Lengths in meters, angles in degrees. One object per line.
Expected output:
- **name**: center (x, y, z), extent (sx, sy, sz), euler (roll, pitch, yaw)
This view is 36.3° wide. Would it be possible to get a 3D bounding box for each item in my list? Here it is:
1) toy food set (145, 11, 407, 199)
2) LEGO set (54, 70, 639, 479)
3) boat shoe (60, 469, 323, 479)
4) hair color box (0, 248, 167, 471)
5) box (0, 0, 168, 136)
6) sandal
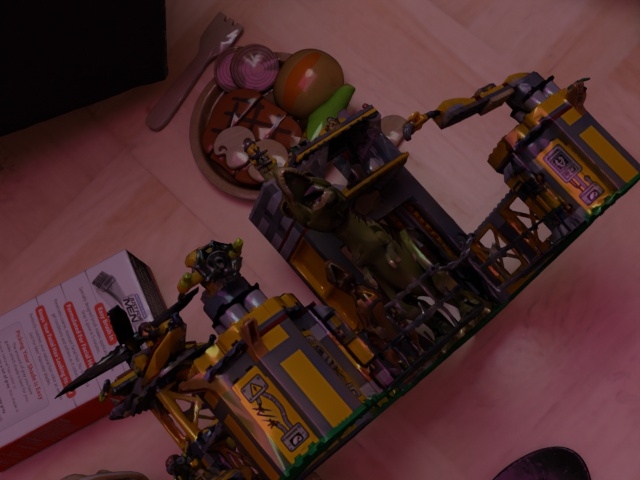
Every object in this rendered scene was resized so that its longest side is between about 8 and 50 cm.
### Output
- **toy food set**: center (-0.042, -0.095, 0.748), extent (0.192, 0.038, 0.132), euler (32, 82, 19)
- **LEGO set**: center (0.000, 0.000, 0.567), extent (0.331, 0.255, 0.192), euler (-37, 78, -21)
- **boat shoe**: center (-0.149, 0.203, 0.636), extent (0.341, 0.122, 0.110), euler (-20, 71, 6)
- **hair color box**: center (-0.190, 0.089, 0.716), extent (0.167, 0.053, 0.093), euler (-28, 69, 4)
- **box**: center (-0.414, -0.288, 0.655), extent (0.471, 0.297, 0.480), euler (-24, 70, -17)
- **sandal**: center (0.104, 0.201, 0.627), extent (0.179, 0.040, 0.067), euler (-38, 70, -1)
